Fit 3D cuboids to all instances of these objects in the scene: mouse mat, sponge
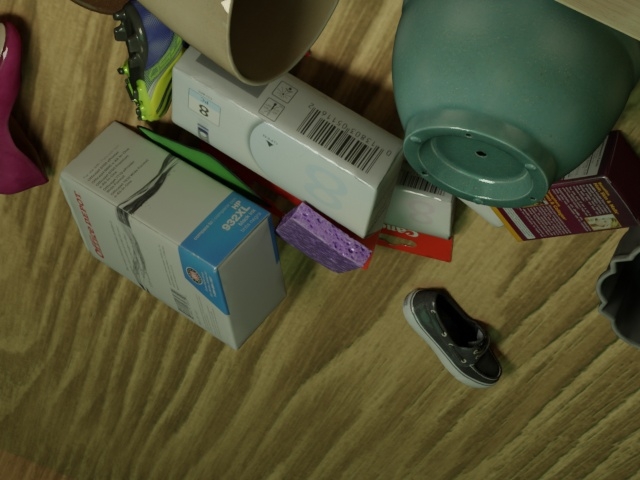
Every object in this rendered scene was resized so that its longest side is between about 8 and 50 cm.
[{"bbox_3d":[-0.168,-0.107,2.173,0.190,0.007,0.152,25,169,43],"label":"mouse mat"},{"bbox_3d":[0.000,0.000,2.092,0.117,0.031,0.210,34,171,-5],"label":"sponge"}]

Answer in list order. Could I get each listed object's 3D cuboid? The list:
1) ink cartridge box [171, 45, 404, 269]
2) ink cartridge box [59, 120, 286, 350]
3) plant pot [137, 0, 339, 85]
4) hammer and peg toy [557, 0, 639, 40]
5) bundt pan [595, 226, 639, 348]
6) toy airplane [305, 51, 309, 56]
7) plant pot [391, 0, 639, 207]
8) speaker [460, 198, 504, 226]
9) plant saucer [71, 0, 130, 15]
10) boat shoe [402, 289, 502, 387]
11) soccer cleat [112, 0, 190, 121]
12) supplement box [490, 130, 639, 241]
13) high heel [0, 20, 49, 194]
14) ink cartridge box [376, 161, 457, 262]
[{"bbox_3d":[-0.058,-0.090,2.058,0.308,0.091,0.385,31,154,9],"label":"ink cartridge box"},{"bbox_3d":[-0.215,-0.008,2.232,0.307,0.129,0.223,31,154,25],"label":"ink cartridge box"},{"bbox_3d":[-0.138,-0.342,1.682,0.274,0.256,0.256,27,152,21],"label":"plant pot"},{"bbox_3d":[0.366,-0.311,1.439,0.361,0.127,0.266,23,112,-6],"label":"hammer and peg toy"},{"bbox_3d":[0.537,0.051,1.982,0.331,0.124,0.331,15,149,10],"label":"bundt pan"},{"bbox_3d":[-0.091,-0.248,1.973,0.151,0.028,0.151,16,149,10],"label":"toy airplane"},{"bbox_3d":[0.206,-0.161,1.735,0.293,0.196,0.293,18,158,8],"label":"plant pot"},{"bbox_3d":[0.206,-0.076,2.042,0.136,0.055,0.055,36,146,-24],"label":"speaker"},{"bbox_3d":[-0.285,-0.349,1.923,0.199,0.036,0.198,15,148,10],"label":"plant saucer"},{"bbox_3d":[0.225,0.152,2.373,0.076,0.080,0.228,-14,127,45],"label":"boat shoe"},{"bbox_3d":[-0.204,-0.240,1.994,0.121,0.093,0.289,-23,164,-12],"label":"soccer cleat"},{"bbox_3d":[0.321,-0.068,1.963,0.188,0.080,0.104,-8,138,39],"label":"supplement box"},{"bbox_3d":[-0.448,-0.197,2.228,0.181,0.127,0.377,2,153,-27],"label":"high heel"},{"bbox_3d":[0.100,-0.032,2.174,0.189,0.066,0.232,14,145,11],"label":"ink cartridge box"}]
